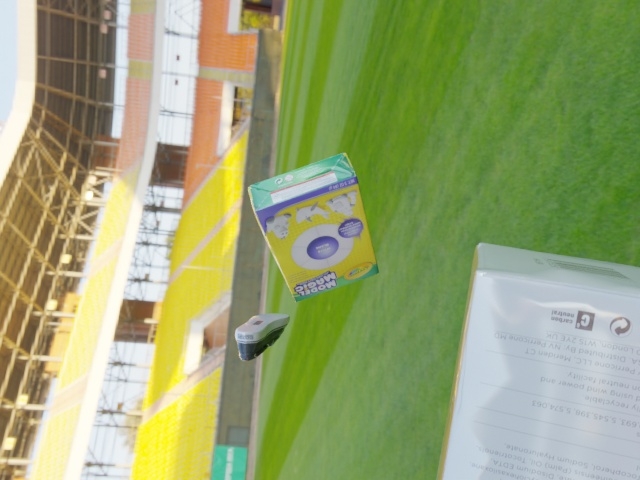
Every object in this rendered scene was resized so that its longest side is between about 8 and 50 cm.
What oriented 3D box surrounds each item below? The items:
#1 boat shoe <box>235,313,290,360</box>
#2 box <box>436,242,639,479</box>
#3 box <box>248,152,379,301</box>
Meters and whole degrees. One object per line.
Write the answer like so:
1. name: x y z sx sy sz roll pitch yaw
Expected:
1. boat shoe: -0.081 0.131 0.791 0.142 0.049 0.040 -14 -75 -72
2. box: 0.184 0.191 0.464 0.215 0.168 0.345 -15 -67 -74
3. box: 0.000 0.000 0.601 0.179 0.105 0.043 70 180 -50
